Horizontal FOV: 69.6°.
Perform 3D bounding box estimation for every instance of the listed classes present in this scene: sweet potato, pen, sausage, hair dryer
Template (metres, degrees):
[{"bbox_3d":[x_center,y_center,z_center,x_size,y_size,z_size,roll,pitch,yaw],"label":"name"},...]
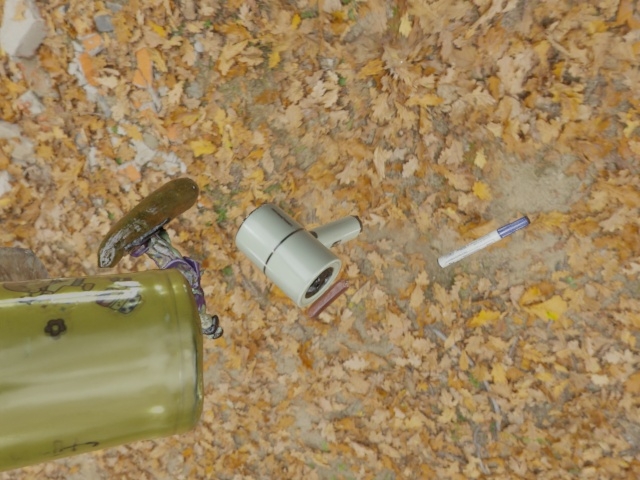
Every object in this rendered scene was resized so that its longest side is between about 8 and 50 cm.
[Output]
[{"bbox_3d":[-0.342,-0.047,0.921,0.075,0.273,0.075,20,137,21],"label":"sweet potato"},{"bbox_3d":[0.333,0.004,0.952,0.204,0.025,0.025,-32,103,32],"label":"pen"},{"bbox_3d":[0.019,0.141,1.129,0.030,0.035,0.147,36,116,-18],"label":"sausage"},{"bbox_3d":[0.000,0.000,1.042,0.203,0.362,0.128,40,123,20],"label":"hair dryer"}]

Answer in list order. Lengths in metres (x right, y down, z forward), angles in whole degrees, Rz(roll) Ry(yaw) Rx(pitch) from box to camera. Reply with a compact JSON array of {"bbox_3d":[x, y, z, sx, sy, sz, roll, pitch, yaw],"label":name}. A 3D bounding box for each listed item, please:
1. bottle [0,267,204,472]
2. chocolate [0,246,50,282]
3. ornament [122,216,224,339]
[{"bbox_3d":[-0.295,0.117,0.411,0.350,0.171,0.172,-1,116,-27],"label":"bottle"},{"bbox_3d":[-0.596,0.106,0.827,0.100,0.303,0.185,-25,83,2],"label":"chocolate"},{"bbox_3d":[-0.211,0.066,0.713,0.088,0.081,0.203,-38,91,-24],"label":"ornament"}]
